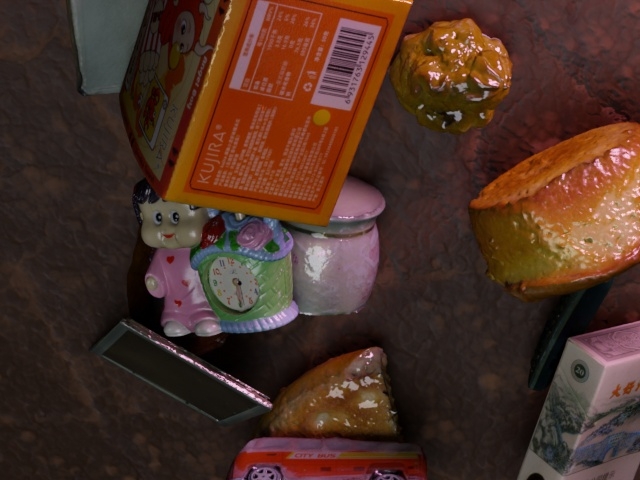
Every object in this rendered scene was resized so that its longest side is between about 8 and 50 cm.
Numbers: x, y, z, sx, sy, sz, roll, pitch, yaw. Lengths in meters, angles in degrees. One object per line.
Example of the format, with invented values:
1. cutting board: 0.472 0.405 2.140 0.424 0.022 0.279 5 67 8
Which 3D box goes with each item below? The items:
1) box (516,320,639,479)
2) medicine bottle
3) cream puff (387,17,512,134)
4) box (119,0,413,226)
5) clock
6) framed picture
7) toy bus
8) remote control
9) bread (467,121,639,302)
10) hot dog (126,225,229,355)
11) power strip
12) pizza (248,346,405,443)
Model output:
1. box: 0.346 0.232 2.016 0.069 0.164 0.256 38 124 39
2. medicine bottle: 0.000 0.000 1.951 0.147 0.147 0.143 8 114 3
3. cream puff: 0.153 -0.182 1.867 0.146 0.116 0.146 1 116 2
4. box: -0.075 -0.207 1.771 0.214 0.259 0.283 9 118 -26
5. clock: -0.124 0.007 1.883 0.194 0.100 0.195 -5 107 29
6. framed picture: -0.179 0.168 2.024 0.217 0.274 0.017 32 72 -10
7. toy bus: 0.008 0.314 2.021 0.265 0.120 0.121 1 126 5
8. remote control: 0.305 0.100 1.982 0.042 0.072 0.222 23 130 1
9. bread: 0.294 -0.034 1.855 0.268 0.268 0.145 -23 100 16
10. hot dog: -0.159 0.031 2.008 0.160 0.099 0.227 19 110 -2
11. power strip: -0.200 -0.279 1.880 0.198 0.064 0.213 -6 123 -12
12. pizza: 0.022 0.279 2.117 0.226 0.086 0.335 26 117 -11
